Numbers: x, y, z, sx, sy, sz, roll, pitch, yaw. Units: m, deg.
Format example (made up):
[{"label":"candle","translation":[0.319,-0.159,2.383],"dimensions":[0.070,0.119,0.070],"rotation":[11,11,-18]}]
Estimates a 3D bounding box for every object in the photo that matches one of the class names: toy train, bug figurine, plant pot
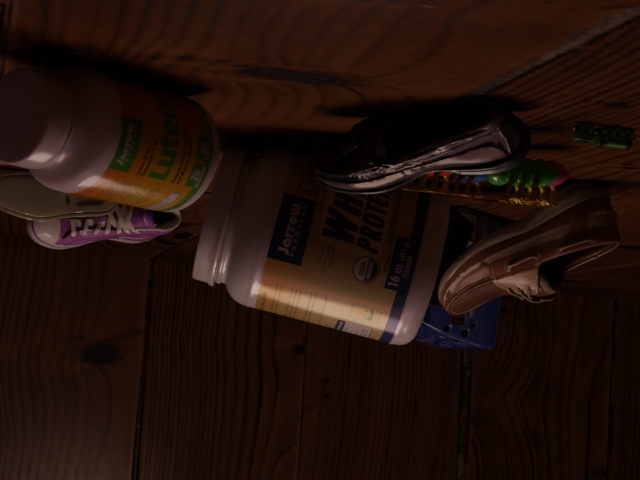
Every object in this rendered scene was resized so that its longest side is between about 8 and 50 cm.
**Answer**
[{"label":"toy train","translation":[0.332,-0.121,1.552],"dimensions":[0.083,0.024,0.017],"rotation":[6,174,-19]},{"label":"bug figurine","translation":[0.201,-0.088,1.680],"dimensions":[0.216,0.072,0.279],"rotation":[8,-177,17]},{"label":"plant pot","translation":[0.243,0.103,2.826],"dimensions":[0.212,0.236,0.236],"rotation":[12,172,-21]}]

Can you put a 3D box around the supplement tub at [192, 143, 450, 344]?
[{"label":"supplement tub","translation":[0.000,0.000,1.822],"dimensions":[0.316,0.228,0.228],"rotation":[14,174,-2]}]

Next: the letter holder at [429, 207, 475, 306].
[{"label":"letter holder","translation":[0.049,-0.020,2.111],"dimensions":[0.302,0.152,0.214],"rotation":[8,-158,-33]}]

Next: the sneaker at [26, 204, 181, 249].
[{"label":"sneaker","translation":[-0.390,-0.046,2.451],"dimensions":[0.282,0.102,0.161],"rotation":[-5,178,-39]}]

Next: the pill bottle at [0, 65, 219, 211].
[{"label":"pill bottle","translation":[-0.237,-0.113,1.443],"dimensions":[0.136,0.136,0.245],"rotation":[-1,173,36]}]

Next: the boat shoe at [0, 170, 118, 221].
[{"label":"boat shoe","translation":[-0.466,-0.071,2.268],"dimensions":[0.233,0.084,0.079],"rotation":[4,175,-32]}]

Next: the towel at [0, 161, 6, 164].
[{"label":"towel","translation":[-0.481,-0.134,1.951],"dimensions":[0.144,0.029,0.197],"rotation":[3,177,16]}]

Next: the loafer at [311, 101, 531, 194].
[{"label":"loafer","translation":[0.103,-0.118,1.519],"dimensions":[0.267,0.096,0.084],"rotation":[-7,150,27]}]

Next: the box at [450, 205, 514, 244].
[{"label":"box","translation":[0.231,-0.015,2.476],"dimensions":[0.216,0.060,0.270],"rotation":[-1,172,35]}]

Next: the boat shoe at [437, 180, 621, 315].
[{"label":"boat shoe","translation":[0.314,0.037,2.019],"dimensions":[0.324,0.116,0.123],"rotation":[-38,152,32]}]
